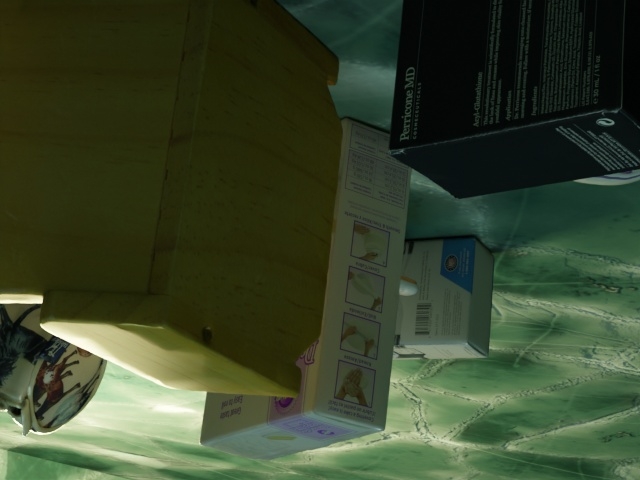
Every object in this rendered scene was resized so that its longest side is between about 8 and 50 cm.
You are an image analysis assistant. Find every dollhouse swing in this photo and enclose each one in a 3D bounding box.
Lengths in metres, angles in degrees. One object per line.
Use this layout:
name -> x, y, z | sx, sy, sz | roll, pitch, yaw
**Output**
dollhouse swing -> -0.194, -0.050, 1.474 | 0.304, 0.347, 0.315 | -6, 157, 29

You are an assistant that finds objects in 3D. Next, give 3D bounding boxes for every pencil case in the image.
pencil case -> -0.494, 0.113, 2.120 | 0.410, 0.160, 0.183 | 21, -153, 19

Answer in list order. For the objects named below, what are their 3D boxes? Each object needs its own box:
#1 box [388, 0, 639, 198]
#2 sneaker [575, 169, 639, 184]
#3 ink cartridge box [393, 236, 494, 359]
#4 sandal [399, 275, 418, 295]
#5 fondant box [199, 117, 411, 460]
box -> 0.158, -0.177, 1.142 | 0.184, 0.261, 0.103 | -7, 156, 35
sneaker -> 0.242, -0.136, 1.474 | 0.282, 0.102, 0.161 | 16, 155, -25
ink cartridge box -> 0.117, 0.077, 2.040 | 0.190, 0.140, 0.082 | -4, 160, 28
sandal -> 0.003, 0.002, 1.955 | 0.265, 0.076, 0.102 | 15, 173, 17
fondant box -> -0.016, 0.059, 1.750 | 0.096, 0.330, 0.238 | 18, 157, -29
